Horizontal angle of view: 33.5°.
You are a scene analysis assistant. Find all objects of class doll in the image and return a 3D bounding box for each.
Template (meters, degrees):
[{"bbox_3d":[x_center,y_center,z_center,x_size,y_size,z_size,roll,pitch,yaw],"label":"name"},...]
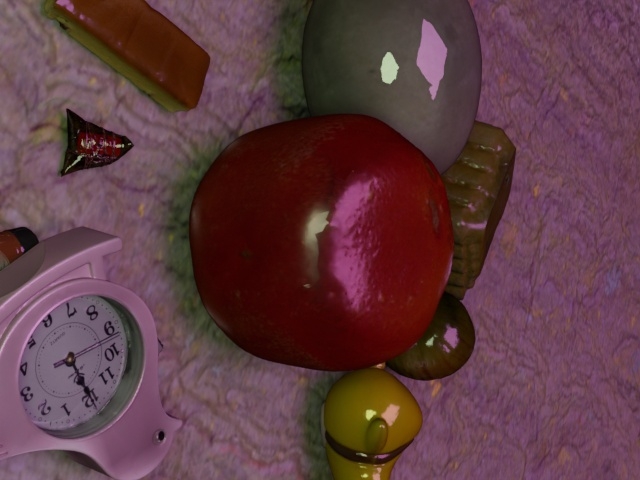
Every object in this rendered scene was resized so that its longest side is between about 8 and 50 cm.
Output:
[{"bbox_3d":[0.070,0.301,1.496,0.199,0.145,0.363,99,-6,-63],"label":"doll"}]

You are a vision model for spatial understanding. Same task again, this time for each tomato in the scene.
[{"bbox_3d":[0.000,0.000,1.346,0.290,0.293,0.325,-7,104,-57],"label":"tomato"}]

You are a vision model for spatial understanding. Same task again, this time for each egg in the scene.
[{"bbox_3d":[0.102,-0.243,1.509,0.258,0.258,0.352,-8,99,-51],"label":"egg"}]

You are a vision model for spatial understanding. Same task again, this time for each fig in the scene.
[{"bbox_3d":[0.193,0.175,1.680,0.259,0.151,0.151,43,55,-48],"label":"fig"}]

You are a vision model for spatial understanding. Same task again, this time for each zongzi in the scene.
[{"bbox_3d":[-0.268,-0.099,1.215,0.083,0.067,0.073,27,77,-27],"label":"zongzi"}]

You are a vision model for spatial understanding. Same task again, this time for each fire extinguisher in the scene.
[{"bbox_3d":[-0.366,0.022,1.069,0.050,0.062,0.177,48,35,19],"label":"fire extinguisher"}]

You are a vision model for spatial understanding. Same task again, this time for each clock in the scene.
[{"bbox_3d":[-0.289,0.168,1.098,0.290,0.080,0.275,-38,123,-34],"label":"clock"}]

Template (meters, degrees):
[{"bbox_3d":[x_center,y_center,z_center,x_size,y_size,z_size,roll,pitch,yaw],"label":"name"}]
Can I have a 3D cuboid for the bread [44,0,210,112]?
[{"bbox_3d":[-0.227,-0.243,1.267,0.226,0.049,0.088,38,59,-42],"label":"bread"}]

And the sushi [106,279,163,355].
[{"bbox_3d":[-0.275,0.107,1.191,0.139,0.031,0.201,-55,130,-29],"label":"sushi"}]

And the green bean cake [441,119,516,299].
[{"bbox_3d":[0.218,-0.046,1.682,0.233,0.124,0.236,86,25,-56],"label":"green bean cake"}]
